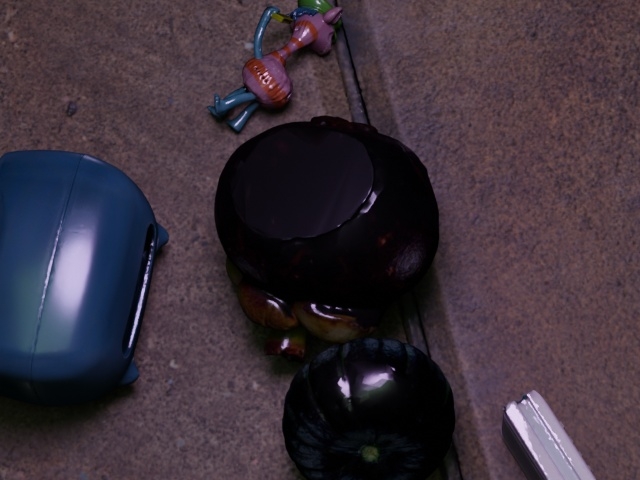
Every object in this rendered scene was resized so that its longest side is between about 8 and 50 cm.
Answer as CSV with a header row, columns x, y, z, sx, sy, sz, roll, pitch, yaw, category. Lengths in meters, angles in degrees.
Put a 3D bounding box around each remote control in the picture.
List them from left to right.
x,y,z,sx,sy,sz,roll,pitch,yaw,category
0.294,0.302,1.851,0.055,0.103,0.277,-30,70,-7,remote control

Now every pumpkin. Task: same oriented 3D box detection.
x,y,z,sx,sy,sz,roll,pitch,yaw,category
0.055,0.199,1.874,0.202,0.202,0.140,-6,34,4,pumpkin

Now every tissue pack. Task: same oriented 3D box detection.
x,y,z,sx,sy,sz,roll,pitch,yaw,category
-0.299,0.046,1.953,0.206,0.198,0.287,8,69,4,tissue pack

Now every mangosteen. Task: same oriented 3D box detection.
x,y,z,sx,sy,sz,roll,pitch,yaw,category
0.000,-0.004,1.923,0.287,0.233,0.288,-4,68,11,mangosteen

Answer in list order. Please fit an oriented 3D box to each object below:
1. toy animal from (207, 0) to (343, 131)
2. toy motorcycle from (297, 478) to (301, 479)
x,y,z,sx,sy,sz,roll,pitch,yaw,category
-0.060,-0.230,2.083,0.208,0.103,0.100,-47,29,-8,toy animal
0.055,0.371,1.814,0.307,0.173,0.108,35,78,15,toy motorcycle
